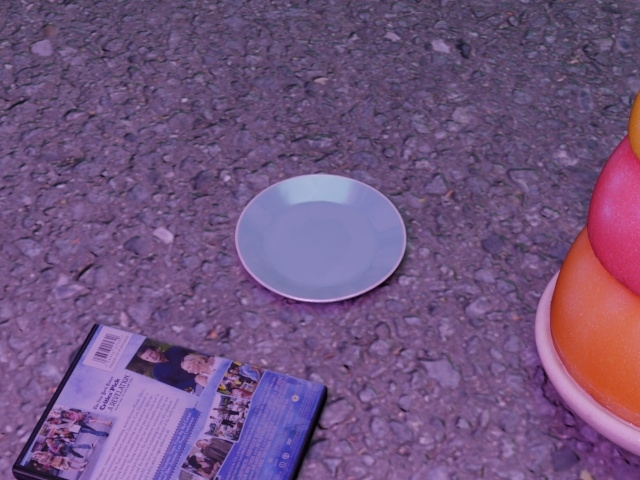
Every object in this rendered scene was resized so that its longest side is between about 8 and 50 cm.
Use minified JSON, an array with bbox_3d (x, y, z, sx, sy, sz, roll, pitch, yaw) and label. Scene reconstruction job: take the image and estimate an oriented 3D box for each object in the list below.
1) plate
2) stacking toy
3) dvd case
[{"bbox_3d":[0.000,0.000,1.190,0.188,0.024,0.188,1,48,-1],"label":"plate"},{"bbox_3d":[0.360,-0.066,0.919,0.350,0.480,0.351,-5,36,4],"label":"stacking toy"},{"bbox_3d":[-0.139,0.182,1.029,0.253,0.022,0.180,14,51,12],"label":"dvd case"}]
